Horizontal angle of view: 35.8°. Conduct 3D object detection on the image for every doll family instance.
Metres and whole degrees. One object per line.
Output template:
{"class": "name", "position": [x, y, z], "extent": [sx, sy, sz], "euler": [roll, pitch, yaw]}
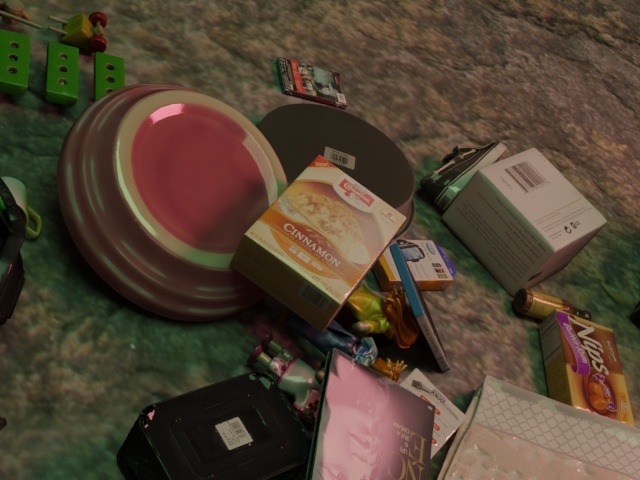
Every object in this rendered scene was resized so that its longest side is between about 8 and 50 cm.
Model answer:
{"class": "doll family", "position": [0.037, 0.119, 1.256], "extent": [0.163, 0.118, 0.263], "euler": [37, 40, 4]}

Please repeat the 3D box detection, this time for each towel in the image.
{"class": "towel", "position": [0.311, 0.322, 1.212], "extent": [0.332, 0.053, 0.317], "euler": [19, 38, 12]}

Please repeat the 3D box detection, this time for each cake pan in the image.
{"class": "cake pan", "position": [0.018, -0.108, 1.502], "extent": [0.293, 0.054, 0.293], "euler": [16, 40, -13]}

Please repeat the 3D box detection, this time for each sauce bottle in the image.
{"class": "sauce bottle", "position": [0.362, 0.108, 1.542], "extent": [0.128, 0.042, 0.042], "euler": [18, 42, -18]}

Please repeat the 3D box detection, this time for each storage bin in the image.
{"class": "storage bin", "position": [-0.112, 0.230, 1.075], "extent": [0.180, 0.084, 0.122], "euler": [-14, 58, -40]}

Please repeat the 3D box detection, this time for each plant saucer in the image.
{"class": "plant saucer", "position": [-0.164, -0.064, 1.265], "extent": [0.332, 0.084, 0.332], "euler": [18, 56, -30]}

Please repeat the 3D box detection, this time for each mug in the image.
{"class": "mug", "position": [-0.379, -0.039, 1.200], "extent": [0.062, 0.078, 0.064], "euler": [-11, 39, 0]}

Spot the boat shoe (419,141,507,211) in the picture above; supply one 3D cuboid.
{"class": "boat shoe", "position": [0.243, -0.127, 1.671], "extent": [0.070, 0.078, 0.219], "euler": [43, 42, 10]}

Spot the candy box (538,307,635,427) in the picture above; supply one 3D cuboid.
{"class": "candy box", "position": [0.390, 0.198, 1.462], "extent": [0.109, 0.053, 0.187], "euler": [20, 43, -15]}

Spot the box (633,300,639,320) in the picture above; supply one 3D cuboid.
{"class": "box", "position": [0.857, 0.070, 1.563], "extent": [0.472, 0.480, 0.297], "euler": [42, 40, 10]}

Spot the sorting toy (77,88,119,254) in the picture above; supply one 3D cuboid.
{"class": "sorting toy", "position": [-0.242, -0.060, 1.293], "extent": [0.132, 0.046, 0.274], "euler": [21, 55, -27]}

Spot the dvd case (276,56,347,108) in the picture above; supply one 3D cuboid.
{"class": "dvd case", "position": [-0.015, -0.269, 1.694], "extent": [0.119, 0.013, 0.087], "euler": [9, 45, -24]}

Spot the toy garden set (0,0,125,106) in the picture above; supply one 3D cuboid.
{"class": "toy garden set", "position": [-0.405, -0.266, 1.411], "extent": [0.244, 0.049, 0.204], "euler": [10, 47, -24]}

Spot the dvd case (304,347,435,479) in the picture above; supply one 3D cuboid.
{"class": "dvd case", "position": [0.058, 0.250, 1.115], "extent": [0.164, 0.018, 0.221], "euler": [32, 48, -25]}

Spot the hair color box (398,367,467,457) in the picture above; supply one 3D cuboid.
{"class": "hair color box", "position": [0.100, 0.241, 1.226], "extent": [0.093, 0.053, 0.167], "euler": [44, 42, 11]}

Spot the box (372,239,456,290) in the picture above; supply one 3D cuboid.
{"class": "box", "position": [0.136, 0.036, 1.477], "extent": [0.136, 0.028, 0.081], "euler": [3, 47, -34]}

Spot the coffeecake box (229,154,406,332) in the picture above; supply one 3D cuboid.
{"class": "coffeecake box", "position": [0.000, 0.000, 1.232], "extent": [0.142, 0.068, 0.185], "euler": [36, 47, 5]}

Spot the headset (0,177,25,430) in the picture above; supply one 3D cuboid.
{"class": "headset", "position": [-0.404, 0.036, 0.997], "extent": [0.243, 0.185, 0.394], "euler": [-3, 58, -35]}

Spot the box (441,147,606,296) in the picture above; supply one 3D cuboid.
{"class": "box", "position": [0.329, -0.034, 1.601], "extent": [0.181, 0.119, 0.182], "euler": [-23, 65, -45]}

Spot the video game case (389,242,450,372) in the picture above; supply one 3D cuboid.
{"class": "video game case", "position": [0.135, 0.093, 1.340], "extent": [0.015, 0.166, 0.119], "euler": [-23, 52, 6]}
